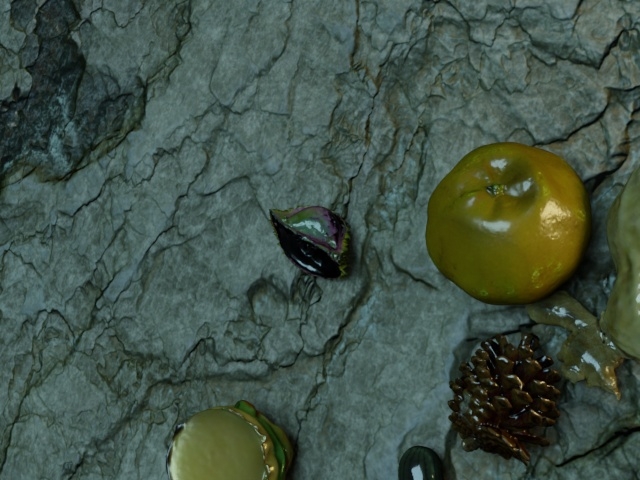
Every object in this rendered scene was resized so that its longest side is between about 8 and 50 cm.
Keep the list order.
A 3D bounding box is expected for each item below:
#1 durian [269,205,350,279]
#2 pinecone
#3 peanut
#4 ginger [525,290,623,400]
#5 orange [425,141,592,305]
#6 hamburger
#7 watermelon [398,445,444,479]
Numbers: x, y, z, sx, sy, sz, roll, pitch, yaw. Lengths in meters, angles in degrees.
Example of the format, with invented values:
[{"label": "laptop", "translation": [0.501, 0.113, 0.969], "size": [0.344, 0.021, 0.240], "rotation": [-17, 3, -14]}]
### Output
[{"label": "durian", "translation": [0.002, -0.003, 2.088], "size": [0.187, 0.119, 0.108], "rotation": [32, 57, 22]}, {"label": "pinecone", "translation": [0.300, 0.248, 1.776], "size": [0.186, 0.169, 0.212], "rotation": [20, 90, 38]}, {"label": "peanut", "translation": [0.534, 0.018, 1.700], "size": [0.174, 0.158, 0.339], "rotation": [2, 79, -10]}, {"label": "ginger", "translation": [0.413, 0.160, 1.797], "size": [0.214, 0.059, 0.133], "rotation": [26, 87, 32]}, {"label": "orange", "translation": [0.305, -0.032, 1.805], "size": [0.279, 0.235, 0.279], "rotation": [-13, 62, 25]}, {"label": "hamburger", "translation": [-0.156, 0.406, 2.030], "size": [0.237, 0.149, 0.237], "rotation": [-3, 83, 26]}, {"label": "watermelon", "translation": [0.171, 0.403, 1.871], "size": [0.078, 0.078, 0.110], "rotation": [-15, 71, 28]}]
